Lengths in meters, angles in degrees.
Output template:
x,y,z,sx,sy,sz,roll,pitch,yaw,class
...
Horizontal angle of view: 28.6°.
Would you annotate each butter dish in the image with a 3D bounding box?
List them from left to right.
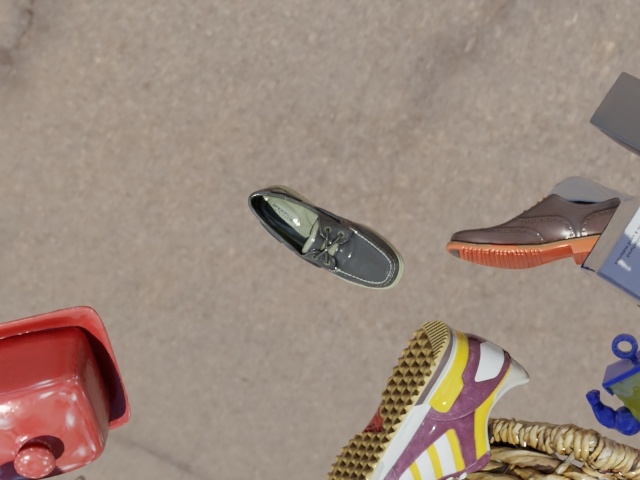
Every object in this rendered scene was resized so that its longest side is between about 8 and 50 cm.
x,y,z,sx,sy,sz,roll,pitch,yaw,class
-0.252,0.157,1.098,0.160,0.118,0.160,-13,130,-5,butter dish

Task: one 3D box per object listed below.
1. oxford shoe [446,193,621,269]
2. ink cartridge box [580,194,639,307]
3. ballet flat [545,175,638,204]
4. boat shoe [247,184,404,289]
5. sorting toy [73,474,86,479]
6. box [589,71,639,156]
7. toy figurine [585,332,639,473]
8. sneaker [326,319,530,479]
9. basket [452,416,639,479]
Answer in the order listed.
x,y,z,sx,sy,sz,roll,pitch,yaw,class
0.324,-0.015,1.886,0.271,0.098,0.097,-2,164,6,oxford shoe
0.345,0.048,1.119,0.203,0.086,0.148,32,-177,4,ink cartridge box
0.554,-0.016,2.224,0.400,0.139,0.139,21,148,45,ballet flat
0.000,-0.001,1.603,0.223,0.073,0.080,31,106,19,boat shoe
-0.306,0.414,1.485,0.193,0.208,0.038,-43,143,13,sorting toy
0.517,-0.138,1.768,0.113,0.094,0.275,27,-171,-39,box
0.497,0.219,1.771,0.362,0.191,0.217,-34,88,31,toy figurine
0.067,0.146,0.830,0.083,0.069,0.186,25,109,-17,sneaker
0.193,0.223,0.954,0.299,0.213,0.223,28,105,-28,basket
